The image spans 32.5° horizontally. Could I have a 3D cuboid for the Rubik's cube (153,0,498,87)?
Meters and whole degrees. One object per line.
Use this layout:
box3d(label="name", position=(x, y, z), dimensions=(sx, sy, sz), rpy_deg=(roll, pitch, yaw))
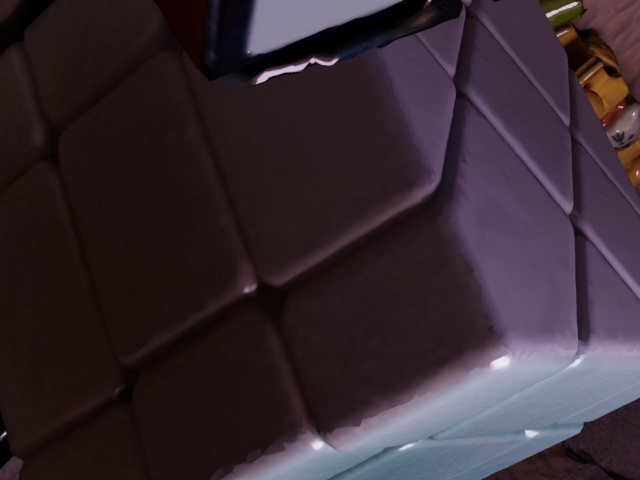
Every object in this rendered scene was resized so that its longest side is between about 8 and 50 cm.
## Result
box3d(label="Rubik's cube", position=(0.032, -0.262, 0.315), dimensions=(0.288, 0.283, 0.293), rpy_deg=(-25, 159, -23))

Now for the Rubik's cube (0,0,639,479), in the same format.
box3d(label="Rubik's cube", position=(0.000, 0.000, 0.688), dimensions=(0.316, 0.319, 0.322), rpy_deg=(-33, 157, 30))

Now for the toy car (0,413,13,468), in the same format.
box3d(label="toy car", position=(-0.273, 0.110, 0.791), dimensions=(0.213, 0.176, 0.358), rpy_deg=(-45, -179, -2))

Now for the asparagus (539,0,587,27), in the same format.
box3d(label="asparagus", position=(0.143, -0.180, 0.957), dimensions=(0.178, 0.041, 0.045), rpy_deg=(-23, 124, 11))

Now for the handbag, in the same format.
box3d(label="handbag", position=(0.234, -0.075, 1.195), dimensions=(0.283, 0.133, 0.401), rpy_deg=(-45, 156, 12))
